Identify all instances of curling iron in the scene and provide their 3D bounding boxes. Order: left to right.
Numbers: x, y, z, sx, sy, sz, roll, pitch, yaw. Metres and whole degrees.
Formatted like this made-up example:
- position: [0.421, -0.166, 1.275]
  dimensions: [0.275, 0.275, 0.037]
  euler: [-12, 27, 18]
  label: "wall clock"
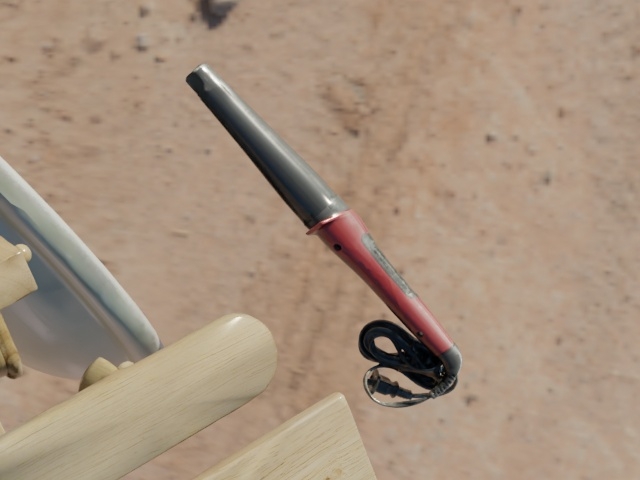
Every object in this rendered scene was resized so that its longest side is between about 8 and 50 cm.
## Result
- position: [0.000, 0.000, 1.153]
  dimensions: [0.068, 0.035, 0.274]
  euler: [-34, 102, 8]
  label: "curling iron"

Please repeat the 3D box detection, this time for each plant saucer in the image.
- position: [-0.283, -0.017, 1.255]
  dimensions: [0.100, 0.400, 0.400]
  euler: [-48, 116, -12]
  label: "plant saucer"

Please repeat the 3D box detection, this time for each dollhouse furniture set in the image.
- position: [-0.081, 0.053, 0.669]
  dimensions: [0.123, 0.151, 0.144]
  euler: [-29, 116, -19]
  label: "dollhouse furniture set"
